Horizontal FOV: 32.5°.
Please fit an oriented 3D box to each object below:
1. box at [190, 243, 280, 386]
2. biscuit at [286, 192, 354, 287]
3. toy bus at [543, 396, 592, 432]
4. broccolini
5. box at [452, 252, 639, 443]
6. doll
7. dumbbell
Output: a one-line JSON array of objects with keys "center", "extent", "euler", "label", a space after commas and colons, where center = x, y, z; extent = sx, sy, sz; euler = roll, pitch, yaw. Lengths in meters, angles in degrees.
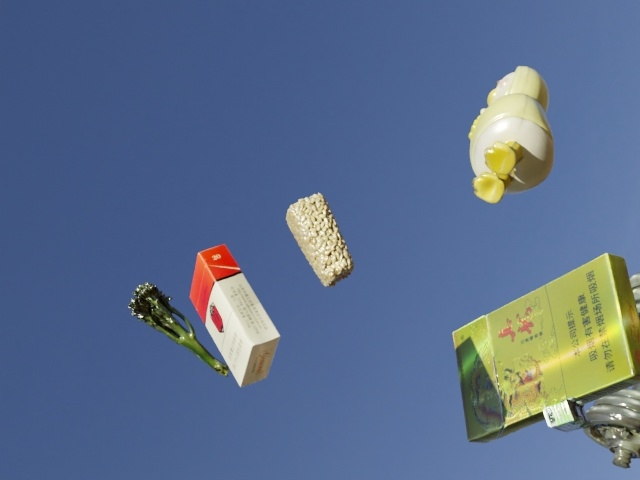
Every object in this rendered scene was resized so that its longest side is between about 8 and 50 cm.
[{"center": [-0.110, 0.094, 1.381], "extent": [0.048, 0.152, 0.100], "euler": [-15, -33, -27], "label": "box"}, {"center": [0.000, 0.000, 1.973], "extent": [0.070, 0.168, 0.082], "euler": [-21, -14, -20], "label": "biscuit"}, {"center": [0.285, 0.202, 1.262], "extent": [0.037, 0.031, 0.083], "euler": [-25, -23, 18], "label": "toy bus"}, {"center": [-0.218, 0.142, 1.758], "extent": [0.201, 0.074, 0.058], "euler": [36, -106, -7], "label": "broccolini"}, {"center": [0.306, 0.156, 1.515], "extent": [0.043, 0.311, 0.173], "euler": [13, -121, -33], "label": "box"}, {"center": [0.270, -0.164, 1.571], "extent": [0.296, 0.117, 0.141], "euler": [-78, -2, -54], "label": "doll"}, {"center": [0.610, 0.229, 2.026], "extent": [0.179, 0.179, 0.406], "euler": [52, -125, -48], "label": "dumbbell"}]
